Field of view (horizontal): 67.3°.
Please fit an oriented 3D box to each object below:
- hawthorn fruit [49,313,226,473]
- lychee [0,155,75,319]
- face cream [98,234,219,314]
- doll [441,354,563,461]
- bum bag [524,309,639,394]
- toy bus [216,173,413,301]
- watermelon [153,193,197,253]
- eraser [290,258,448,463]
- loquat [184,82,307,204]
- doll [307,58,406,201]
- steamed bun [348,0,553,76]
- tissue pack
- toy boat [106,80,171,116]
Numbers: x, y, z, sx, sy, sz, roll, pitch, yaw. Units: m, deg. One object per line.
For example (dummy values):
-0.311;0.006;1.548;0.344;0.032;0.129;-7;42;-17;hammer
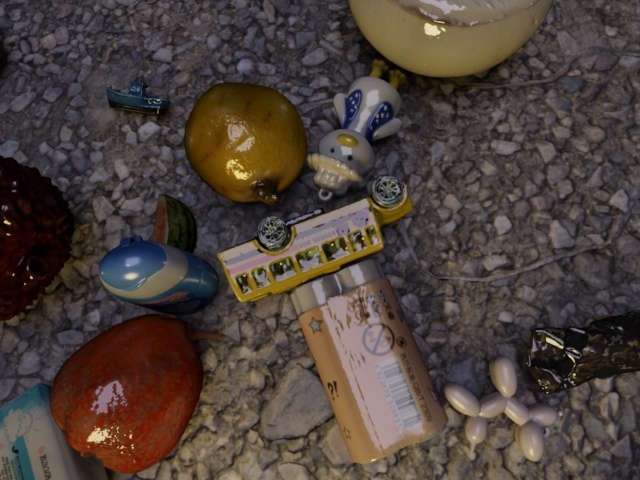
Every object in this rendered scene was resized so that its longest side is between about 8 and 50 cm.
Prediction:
-0.271;0.215;0.754;0.210;0.210;0.262;41;63;13;hawthorn fruit
-0.565;-0.011;0.775;0.330;0.306;0.306;30;78;14;lychee
-0.246;0.059;0.751;0.149;0.264;0.083;-14;74;0;face cream
0.295;0.273;0.768;0.161;0.059;0.160;-25;75;-4;doll
0.452;0.178;0.780;0.248;0.069;0.102;-8;67;-8;bum bag
0.000;0.000;0.831;0.336;0.121;0.123;-20;83;-2;toy bus
-0.263;-0.016;0.890;0.069;0.087;0.163;6;74;-34;watermelon
0.077;0.189;0.788;0.171;0.087;0.290;-21;77;-4;eraser
-0.124;-0.154;0.831;0.213;0.213;0.246;-22;59;-3;loquat
0.067;-0.198;0.880;0.138;0.119;0.293;28;78;1;doll
0.226;-0.462;0.879;0.375;0.241;0.374;0;70;1;steamed bun
-0.431;0.381;0.719;0.201;0.124;0.271;-37;59;-4;tissue pack
-0.366;-0.287;0.960;0.137;0.060;0.060;10;95;12;toy boat
